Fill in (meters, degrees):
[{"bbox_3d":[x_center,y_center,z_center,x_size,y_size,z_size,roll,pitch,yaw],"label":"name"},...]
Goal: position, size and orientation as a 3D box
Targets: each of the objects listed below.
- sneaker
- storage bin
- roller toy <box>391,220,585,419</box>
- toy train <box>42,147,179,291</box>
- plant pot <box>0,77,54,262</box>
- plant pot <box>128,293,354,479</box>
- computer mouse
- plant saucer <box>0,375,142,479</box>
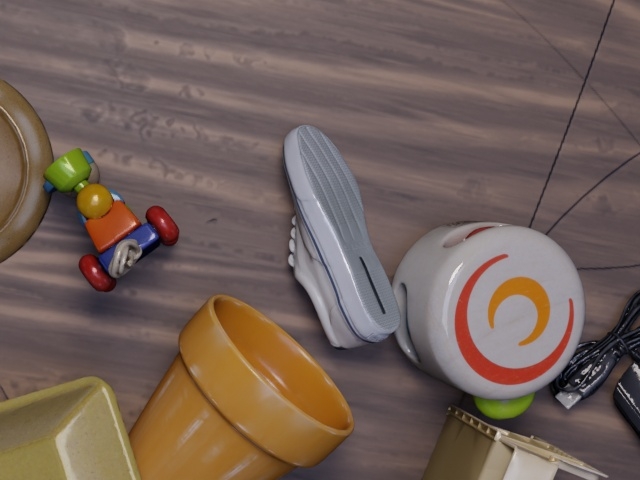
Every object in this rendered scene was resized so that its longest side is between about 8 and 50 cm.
[{"bbox_3d":[0.000,0.000,1.284,0.094,0.091,0.258,0,68,-51],"label":"sneaker"},{"bbox_3d":[0.170,0.329,1.235,0.123,0.260,0.262,24,87,-5],"label":"storage bin"},{"bbox_3d":[0.182,0.071,1.289,0.191,0.146,0.209,34,83,-19],"label":"roller toy"},{"bbox_3d":[-0.224,-0.032,1.168,0.105,0.248,0.143,-37,92,-7],"label":"toy train"},{"bbox_3d":[-0.407,-0.076,1.242,0.236,0.032,0.236,0,91,-10],"label":"plant pot"},{"bbox_3d":[-0.101,0.194,1.227,0.205,0.205,0.188,42,99,-8],"label":"plant pot"},{"bbox_3d":[0.420,0.208,1.370,0.188,0.072,0.272,-41,97,-8],"label":"computer mouse"},{"bbox_3d":[-0.289,0.321,1.060,0.081,0.333,0.332,-22,84,35],"label":"plant saucer"}]
